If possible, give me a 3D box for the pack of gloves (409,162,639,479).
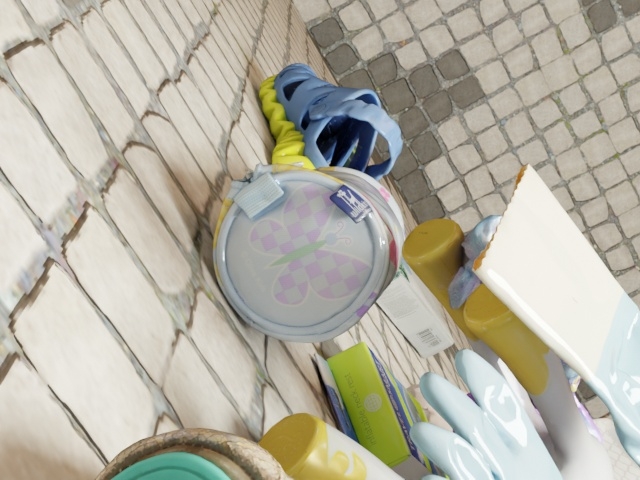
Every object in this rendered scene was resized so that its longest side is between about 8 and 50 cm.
[{"bbox_3d":[0.130,0.108,0.517,0.232,0.046,0.195,47,48,-18],"label":"pack of gloves"}]

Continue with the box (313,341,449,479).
[{"bbox_3d":[0.060,0.159,0.839,0.178,0.042,0.109,50,14,-55],"label":"box"}]

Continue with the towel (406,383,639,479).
[{"bbox_3d":[0.259,0.275,0.954,0.316,0.053,0.332,14,28,-35],"label":"towel"}]

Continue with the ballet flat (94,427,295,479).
[{"bbox_3d":[0.023,0.202,0.307,0.106,0.107,0.316,58,7,-72],"label":"ballet flat"}]

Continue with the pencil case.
[{"bbox_3d":[0.000,0.000,0.767,0.124,0.113,0.273,41,8,4],"label":"pencil case"}]

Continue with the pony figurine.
[{"bbox_3d":[0.149,0.167,0.662,0.351,0.302,0.363,-52,123,-38],"label":"pony figurine"}]

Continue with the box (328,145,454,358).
[{"bbox_3d":[0.076,-0.015,1.424,0.232,0.058,0.322,50,14,-54],"label":"box"}]

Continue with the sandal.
[{"bbox_3d":[0.014,-0.131,1.184,0.126,0.138,0.317,53,10,-32],"label":"sandal"}]
